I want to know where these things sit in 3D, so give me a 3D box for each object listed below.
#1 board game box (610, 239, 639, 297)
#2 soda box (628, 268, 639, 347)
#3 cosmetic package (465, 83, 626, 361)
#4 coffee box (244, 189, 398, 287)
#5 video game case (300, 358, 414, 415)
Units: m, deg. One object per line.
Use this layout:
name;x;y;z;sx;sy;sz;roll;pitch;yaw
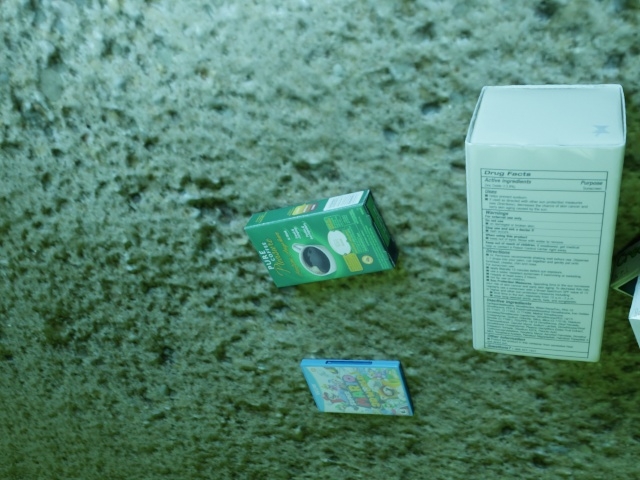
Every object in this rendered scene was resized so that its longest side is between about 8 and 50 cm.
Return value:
board game box;0.471;0.017;0.726;0.193;0.053;0.305;25;153;-2
soda box;0.416;0.116;0.815;0.074;0.069;0.216;4;149;37
cosmetic package;0.249;-0.014;0.799;0.153;0.129;0.296;5;130;18
coffee box;0.000;0.000;0.962;0.184;0.040;0.113;-12;123;28
video game case;0.060;0.240;1.159;0.166;0.015;0.119;-3;127;23
